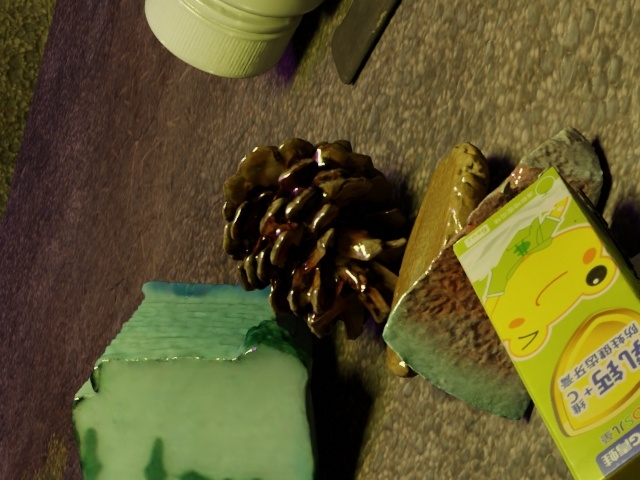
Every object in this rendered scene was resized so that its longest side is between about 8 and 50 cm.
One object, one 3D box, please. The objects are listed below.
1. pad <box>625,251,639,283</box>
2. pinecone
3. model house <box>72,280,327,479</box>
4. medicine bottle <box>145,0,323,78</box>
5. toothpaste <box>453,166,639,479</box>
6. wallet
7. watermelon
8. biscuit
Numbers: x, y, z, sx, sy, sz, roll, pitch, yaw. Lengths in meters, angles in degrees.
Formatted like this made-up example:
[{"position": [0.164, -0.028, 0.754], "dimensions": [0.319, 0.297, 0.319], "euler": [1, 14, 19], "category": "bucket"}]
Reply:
[{"position": [0.275, 0.058, 1.505], "dimensions": [0.232, 0.004, 0.156], "euler": [136, 140, -54], "category": "pad"}, {"position": [-0.005, -0.001, 1.980], "dimensions": [0.204, 0.184, 0.179], "euler": [-109, 24, -47], "category": "pinecone"}, {"position": [-0.103, 0.177, 2.137], "dimensions": [0.329, 0.252, 0.295], "euler": [-75, -20, -66], "category": "model house"}, {"position": [-0.063, -0.364, 2.267], "dimensions": [0.208, 0.208, 0.339], "euler": [-100, 30, -43], "category": "medicine bottle"}, {"position": [0.205, 0.077, 1.497], "dimensions": [0.110, 0.077, 0.327], "euler": [-38, 35, 11], "category": "toothpaste"}, {"position": [0.053, -0.250, 2.179], "dimensions": [0.082, 0.018, 0.156], "euler": [-102, 31, -43], "category": "wallet"}, {"position": [0.156, 0.013, 1.678], "dimensions": [0.241, 0.154, 0.094], "euler": [-58, 27, 14], "category": "watermelon"}, {"position": [0.110, 0.020, 1.825], "dimensions": [0.226, 0.042, 0.226], "euler": [-163, 90, -83], "category": "biscuit"}]
